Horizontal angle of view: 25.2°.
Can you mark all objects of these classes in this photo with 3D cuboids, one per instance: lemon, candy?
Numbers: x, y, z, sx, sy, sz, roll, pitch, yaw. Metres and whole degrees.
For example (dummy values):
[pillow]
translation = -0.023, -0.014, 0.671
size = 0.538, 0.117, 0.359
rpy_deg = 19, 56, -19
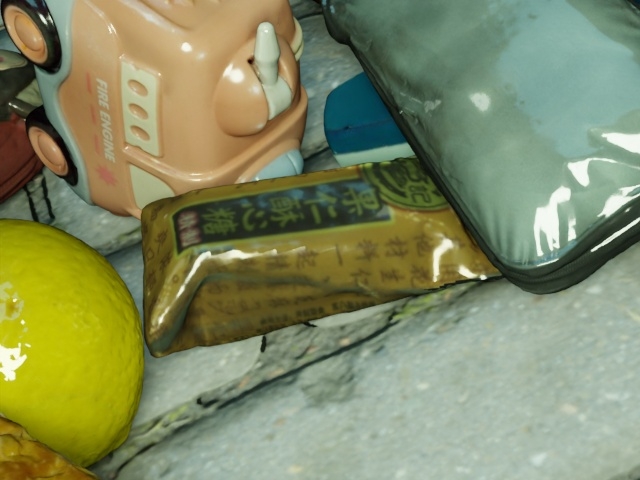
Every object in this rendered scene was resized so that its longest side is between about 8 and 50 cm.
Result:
[lemon]
translation = -0.209, 0.072, 0.972
size = 0.178, 0.178, 0.203
rpy_deg = -21, 55, -1
[candy]
translation = 0.000, 0.000, 1.037
size = 0.271, 0.101, 0.143
rpy_deg = -12, 48, -1

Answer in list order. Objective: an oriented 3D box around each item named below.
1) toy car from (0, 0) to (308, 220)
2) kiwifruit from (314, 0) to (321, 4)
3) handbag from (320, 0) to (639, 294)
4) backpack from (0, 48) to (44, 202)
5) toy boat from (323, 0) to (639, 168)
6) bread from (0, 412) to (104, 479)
[toy car]
translation = -0.106, -0.121, 1.116
size = 0.212, 0.270, 0.180
rpy_deg = 36, 57, 25
[kiwifruit]
translation = 0.046, -0.292, 1.285
size = 0.196, 0.196, 0.234
rpy_deg = -38, 38, -21
[handbag]
translation = 0.135, -0.129, 1.019
size = 0.191, 0.075, 0.332
rpy_deg = -38, 58, 9
[backpack]
translation = -0.349, -0.089, 1.266
size = 0.229, 0.139, 0.229
rpy_deg = 2, 42, -2
[toy boat]
translation = 0.140, -0.124, 1.104
size = 0.299, 0.062, 0.096
rpy_deg = -17, 42, 22
[bread]
translation = -0.149, 0.225, 0.765
size = 0.344, 0.195, 0.149
rpy_deg = 19, 33, 39
